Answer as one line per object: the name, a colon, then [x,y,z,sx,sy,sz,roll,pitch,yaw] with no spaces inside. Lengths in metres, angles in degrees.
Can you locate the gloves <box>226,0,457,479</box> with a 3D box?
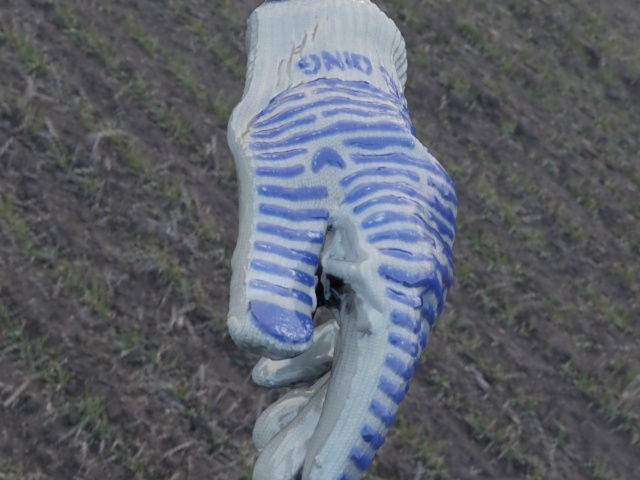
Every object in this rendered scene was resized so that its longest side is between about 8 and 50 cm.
gloves: [0.005,-0.004,0.409,0.119,0.097,0.229,34,51,-45]
